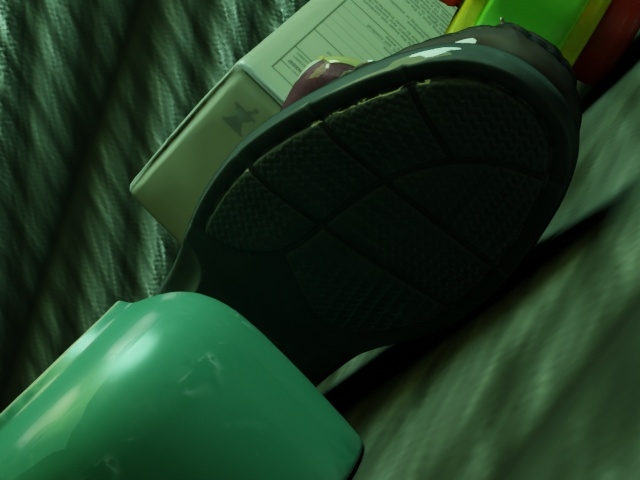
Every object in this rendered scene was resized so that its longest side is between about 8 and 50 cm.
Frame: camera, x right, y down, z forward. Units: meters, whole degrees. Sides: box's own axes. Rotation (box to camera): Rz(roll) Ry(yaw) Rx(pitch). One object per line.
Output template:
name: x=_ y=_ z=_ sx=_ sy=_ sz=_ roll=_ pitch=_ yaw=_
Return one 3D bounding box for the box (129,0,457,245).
box: x=0.034 y=-0.082 z=1.033 sx=0.121 sy=0.148 sz=0.311 roll=-43 pitch=2 yaw=37

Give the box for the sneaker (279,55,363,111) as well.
sneaker: x=-0.005 y=0.001 z=0.840 sx=0.084 sy=0.069 sz=0.185 roll=-68 pitch=-8 yaw=-58

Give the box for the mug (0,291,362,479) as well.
mug: x=-0.069 y=0.085 z=0.613 sx=0.129 sy=0.097 sz=0.158 roll=-46 pitch=4 yaw=-30

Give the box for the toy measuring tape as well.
toy measuring tape: x=0.101 y=-0.106 z=0.848 sx=0.121 sy=0.121 sz=0.330 roll=-42 pitch=12 yaw=33

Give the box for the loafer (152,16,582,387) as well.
loafer: x=0.000 y=0.000 z=0.700 sx=0.302 sy=0.109 sz=0.095 roll=-45 pitch=10 yaw=42
